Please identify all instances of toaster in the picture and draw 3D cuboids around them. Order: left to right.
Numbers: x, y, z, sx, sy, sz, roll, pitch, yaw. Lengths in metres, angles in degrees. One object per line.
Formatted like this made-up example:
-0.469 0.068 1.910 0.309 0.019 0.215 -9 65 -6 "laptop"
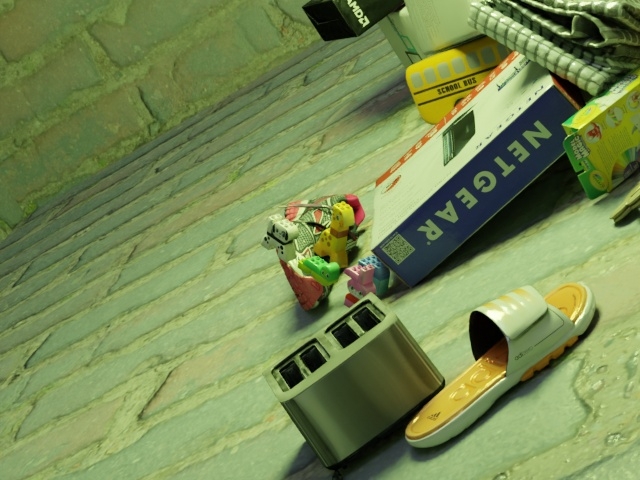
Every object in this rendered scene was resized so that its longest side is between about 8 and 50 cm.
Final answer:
0.036 0.159 1.523 0.168 0.110 0.186 -37 16 -3 "toaster"

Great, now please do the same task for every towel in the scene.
0.363 -0.299 1.859 0.284 0.235 0.121 -6 -55 -51 "towel"

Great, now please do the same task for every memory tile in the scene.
0.406 -0.081 1.604 0.113 0.012 0.148 -44 -2 -34 "memory tile"

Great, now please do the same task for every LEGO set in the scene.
0.024 0.007 1.883 0.087 0.093 0.227 -19 39 -39 "LEGO set"

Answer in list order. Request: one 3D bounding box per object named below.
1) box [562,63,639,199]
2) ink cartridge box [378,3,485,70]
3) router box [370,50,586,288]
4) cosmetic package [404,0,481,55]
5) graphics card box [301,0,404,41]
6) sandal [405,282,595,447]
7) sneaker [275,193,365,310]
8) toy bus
0.385 -0.141 1.734 0.179 0.105 0.043 -38 27 -13 "box"
0.258 -0.411 2.619 0.198 0.197 0.270 -35 15 -5 "ink cartridge box"
0.219 -0.121 1.918 0.335 0.082 0.301 -43 13 17 "router box"
0.287 -0.431 2.238 0.230 0.161 0.453 -21 6 -6 "cosmetic package"
0.157 -0.524 2.616 0.371 0.094 0.233 -36 15 -10 "graphics card box"
0.182 0.113 1.439 0.265 0.076 0.102 -39 17 -18 "sandal"
0.000 0.000 2.063 0.112 0.121 0.299 -17 23 12 "sneaker"
0.300 -0.277 2.222 0.108 0.130 0.333 -27 8 -40 "toy bus"
